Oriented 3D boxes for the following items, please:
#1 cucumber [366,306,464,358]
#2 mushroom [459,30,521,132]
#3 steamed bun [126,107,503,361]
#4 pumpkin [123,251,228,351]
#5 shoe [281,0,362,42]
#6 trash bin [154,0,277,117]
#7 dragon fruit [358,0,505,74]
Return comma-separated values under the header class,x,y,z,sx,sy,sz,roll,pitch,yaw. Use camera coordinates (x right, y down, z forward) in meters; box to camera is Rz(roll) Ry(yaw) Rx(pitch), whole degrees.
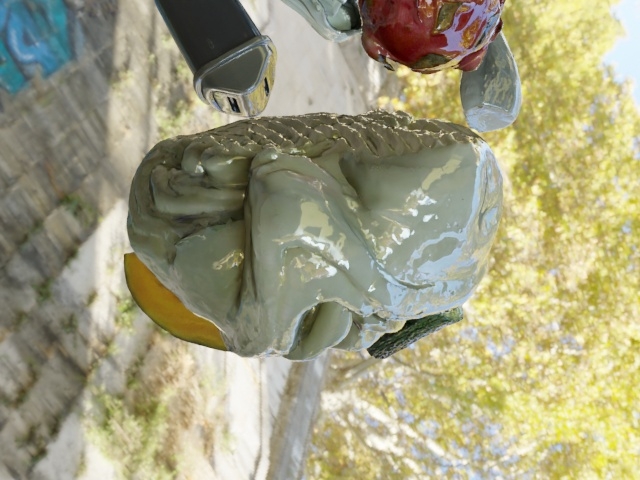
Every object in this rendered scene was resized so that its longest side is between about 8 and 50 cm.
class,x,y,z,sx,sy,sz,roll,pitch,yaw
cucumber,0.145,0.139,1.192,0.187,0.058,0.058,-36,-165,40
mushroom,0.217,-0.263,1.017,0.092,0.223,0.081,-9,169,-6
steamed bun,0.000,0.000,0.753,0.352,0.247,0.339,-11,-162,-29
pumpkin,-0.125,0.077,1.126,0.312,0.148,0.169,6,-170,19
shoe,-0.001,-0.557,1.640,0.124,0.316,0.159,-54,-143,-1
trash bin,-0.203,-0.395,1.476,0.182,0.290,0.209,-30,174,-2
dragon fruit,0.090,-0.208,0.639,0.133,0.136,0.166,-34,166,14
